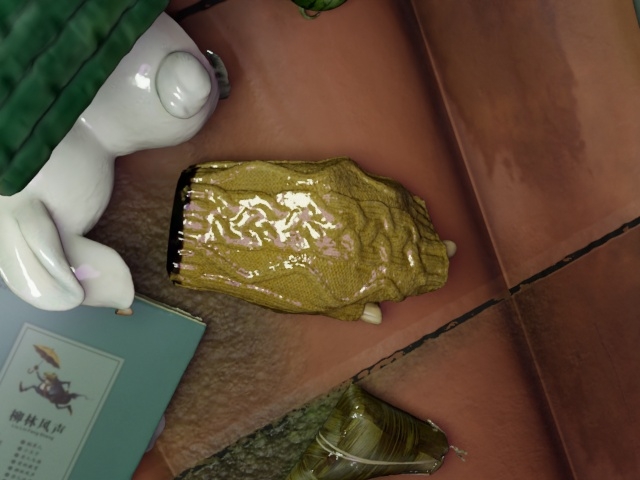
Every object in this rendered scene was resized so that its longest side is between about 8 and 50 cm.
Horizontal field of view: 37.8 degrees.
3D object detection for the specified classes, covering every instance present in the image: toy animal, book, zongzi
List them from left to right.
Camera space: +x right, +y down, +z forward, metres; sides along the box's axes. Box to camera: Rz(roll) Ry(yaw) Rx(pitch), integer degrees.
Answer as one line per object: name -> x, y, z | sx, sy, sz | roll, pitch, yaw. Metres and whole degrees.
book -> -0.313, 0.210, 0.998 | 0.264, 0.031, 0.379 | 28, 87, -29
toy animal -> -0.235, -0.092, 0.919 | 0.310, 0.247, 0.183 | -52, 156, -18
zongzi -> 0.060, 0.291, 1.194 | 0.187, 0.084, 0.184 | 29, 103, -28

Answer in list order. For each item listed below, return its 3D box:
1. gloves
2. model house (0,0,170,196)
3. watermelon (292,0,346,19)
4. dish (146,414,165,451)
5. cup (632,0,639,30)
gloves -> -0.002, 0.003, 1.064 | 0.356, 0.155, 0.203 | 2, 104, -25
model house -> -0.207, -0.296, 0.624 | 0.395, 0.400, 0.445 | 44, 75, -32
watermelon -> -0.004, -0.301, 1.035 | 0.109, 0.109, 0.109 | -4, 102, -20
dish -> -0.242, 0.210, 1.074 | 0.137, 0.039, 0.091 | 2, 100, -23
cup -> 0.541, -0.347, 1.178 | 0.356, 0.259, 0.274 | -36, 116, -45
